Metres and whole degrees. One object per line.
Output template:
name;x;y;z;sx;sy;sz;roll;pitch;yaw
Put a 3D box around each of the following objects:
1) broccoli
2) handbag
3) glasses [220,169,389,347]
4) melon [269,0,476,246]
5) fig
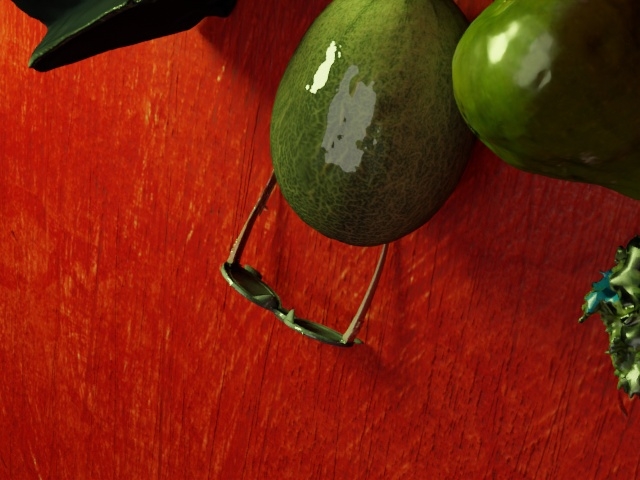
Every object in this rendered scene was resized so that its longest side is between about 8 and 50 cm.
broccoli;0.362;0.086;1.307;0.154;0.160;0.167;43;111;18
handbag;-0.196;-0.334;1.485;0.303;0.329;0.122;-16;95;47
glasses;0.000;0.000;1.648;0.234;0.118;0.268;33;105;27
melon;0.068;-0.151;1.396;0.248;0.248;0.329;31;119;26
fig;0.263;-0.138;1.249;0.233;0.233;0.314;5;122;38
